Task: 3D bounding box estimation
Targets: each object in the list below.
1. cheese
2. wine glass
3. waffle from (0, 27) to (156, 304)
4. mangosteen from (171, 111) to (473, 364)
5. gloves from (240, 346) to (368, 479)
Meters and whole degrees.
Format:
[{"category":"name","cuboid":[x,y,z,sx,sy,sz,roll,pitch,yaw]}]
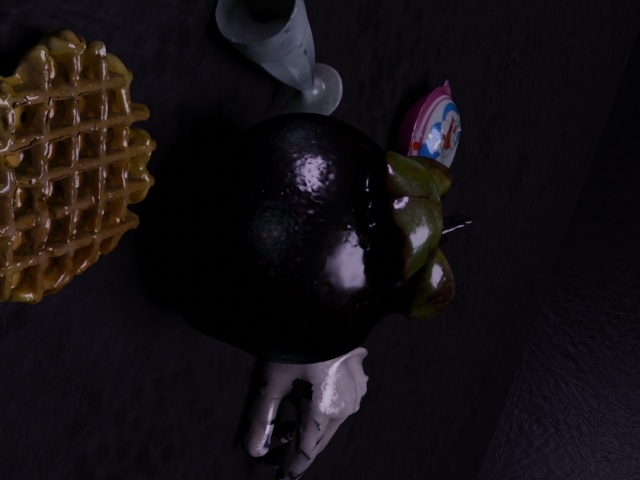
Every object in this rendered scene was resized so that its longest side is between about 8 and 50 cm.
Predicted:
[{"category":"cheese","cuboid":[0.129,-0.100,1.190,0.244,0.062,0.155,-65,157,-18]},{"category":"wine glass","cuboid":[-0.030,-0.164,0.782,0.073,0.073,0.155,-69,159,-10]},{"category":"waffle","cuboid":[-0.170,-0.044,0.581,0.191,0.038,0.191,-44,142,-48]},{"category":"mangosteen","cuboid":[0.000,0.000,0.748,0.243,0.243,0.243,-46,144,-48]},{"category":"gloves","cuboid":[-0.012,0.178,1.004,0.127,0.111,0.212,-5,102,-70]}]
